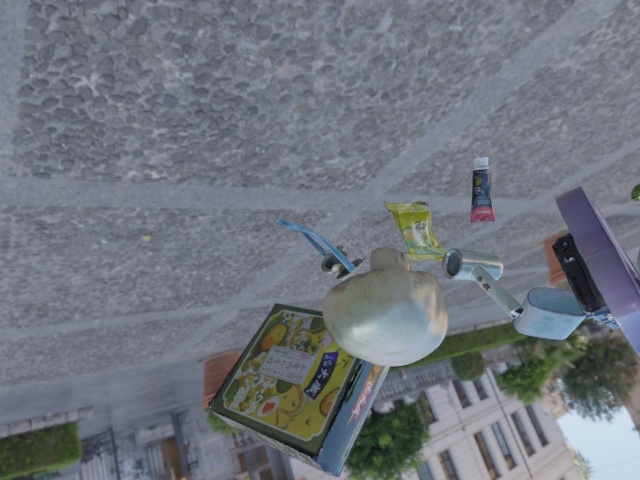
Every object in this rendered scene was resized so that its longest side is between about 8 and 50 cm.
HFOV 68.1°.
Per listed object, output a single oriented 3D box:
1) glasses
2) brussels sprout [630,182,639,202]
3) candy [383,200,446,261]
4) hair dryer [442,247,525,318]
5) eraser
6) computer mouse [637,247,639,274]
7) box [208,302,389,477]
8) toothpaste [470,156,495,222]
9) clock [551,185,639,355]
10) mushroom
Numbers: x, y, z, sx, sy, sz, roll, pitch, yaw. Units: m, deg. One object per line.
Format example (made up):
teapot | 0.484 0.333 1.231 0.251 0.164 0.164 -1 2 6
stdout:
glasses | -0.016 0.026 1.203 0.221 0.088 0.190 25 180 -22
brussels sprout | 0.788 -0.115 1.136 0.084 0.050 0.046 0 156 -9
candy | 0.351 -0.025 1.719 0.187 0.081 0.297 3 137 42
hair dryer | 0.386 0.095 1.055 0.131 0.236 0.073 7 113 -20
eraser | 0.703 0.229 1.457 0.174 0.081 0.227 6 153 14
computer mouse | 0.679 0.068 0.840 0.122 0.188 0.371 -41 174 6
box | -0.051 0.376 1.295 0.421 0.373 0.138 4 139 41
toothpaste | 0.483 -0.151 1.414 0.071 0.193 0.045 -1 -175 11
clock | 0.325 0.042 0.544 0.064 0.197 0.172 -30 144 30
mushroom | 0.130 0.121 0.949 0.254 0.234 0.260 6 147 -13
